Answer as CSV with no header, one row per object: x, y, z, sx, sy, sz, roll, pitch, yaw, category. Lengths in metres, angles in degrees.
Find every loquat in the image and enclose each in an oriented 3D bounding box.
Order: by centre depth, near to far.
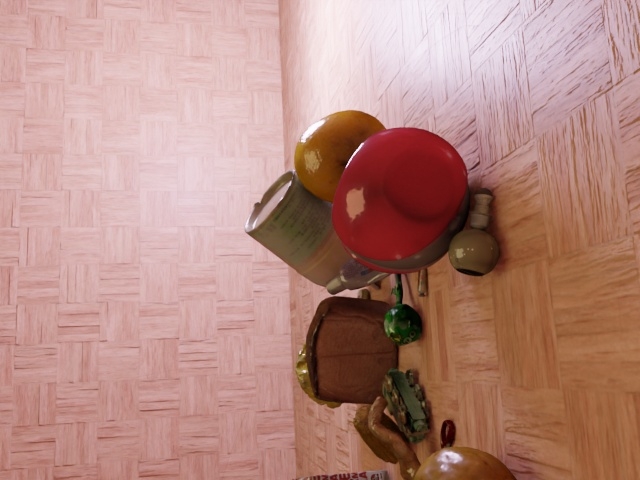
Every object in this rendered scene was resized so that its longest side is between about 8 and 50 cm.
0.259,0.451,1.092,0.187,0.176,0.234,51,162,-25,loquat
0.073,-0.216,1.752,0.275,0.274,0.275,179,90,-78,loquat

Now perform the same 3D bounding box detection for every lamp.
0.287,-0.018,1.178,0.091,0.091,0.163,138,145,-74,lamp

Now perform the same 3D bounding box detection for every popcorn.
0.029,0.402,2.058,0.174,0.225,0.286,-113,24,-53,popcorn

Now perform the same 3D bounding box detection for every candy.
0.198,0.122,1.640,0.097,0.097,0.323,103,170,-47,candy

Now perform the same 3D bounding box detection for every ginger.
0.188,0.498,1.477,0.288,0.075,0.089,59,159,14,ginger

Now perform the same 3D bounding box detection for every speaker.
0.161,-0.074,1.279,0.294,0.294,0.294,179,90,-78,speaker

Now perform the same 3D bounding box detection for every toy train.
0.209,0.403,1.567,0.194,0.080,0.125,-114,17,-53,toy train

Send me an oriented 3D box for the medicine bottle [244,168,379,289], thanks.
0.000,0.000,1.919,0.236,0.406,0.236,-45,20,22,medicine bottle

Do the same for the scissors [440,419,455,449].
0.271,0.514,1.414,0.144,0.017,0.248,-102,15,-46,scissors

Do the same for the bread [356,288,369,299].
0.133,0.194,2.007,0.070,0.035,0.083,127,143,-69,bread

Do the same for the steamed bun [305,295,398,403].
0.083,0.295,1.805,0.199,0.251,0.301,-96,11,-79,steamed bun

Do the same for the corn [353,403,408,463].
0.151,0.484,1.610,0.262,0.097,0.097,55,-164,-44,corn

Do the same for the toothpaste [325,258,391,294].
0.127,0.066,1.679,0.282,0.068,0.099,-31,81,30,toothpaste

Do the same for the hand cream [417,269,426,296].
0.241,0.082,1.527,0.035,0.022,0.102,119,154,-77,hand cream

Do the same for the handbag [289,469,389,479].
0.049,0.743,1.788,0.151,0.298,0.171,109,156,-57,handbag
